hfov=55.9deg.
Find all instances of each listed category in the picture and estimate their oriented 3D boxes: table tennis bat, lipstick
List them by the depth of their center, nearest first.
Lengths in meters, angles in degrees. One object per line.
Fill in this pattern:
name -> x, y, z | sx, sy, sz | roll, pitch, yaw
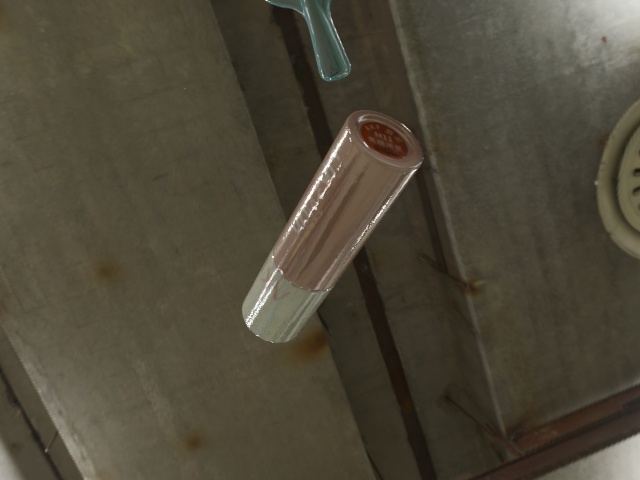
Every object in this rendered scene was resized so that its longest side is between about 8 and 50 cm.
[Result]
lipstick -> 0.000, 0.000, 0.556 | 0.070, 0.070, 0.254 | 18, -47, -16
table tennis bat -> -0.014, -0.249, 0.564 | 0.124, 0.033, 0.201 | -11, -69, 24
